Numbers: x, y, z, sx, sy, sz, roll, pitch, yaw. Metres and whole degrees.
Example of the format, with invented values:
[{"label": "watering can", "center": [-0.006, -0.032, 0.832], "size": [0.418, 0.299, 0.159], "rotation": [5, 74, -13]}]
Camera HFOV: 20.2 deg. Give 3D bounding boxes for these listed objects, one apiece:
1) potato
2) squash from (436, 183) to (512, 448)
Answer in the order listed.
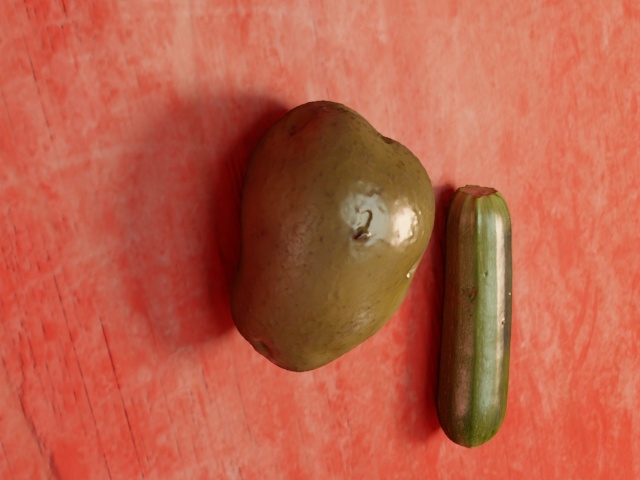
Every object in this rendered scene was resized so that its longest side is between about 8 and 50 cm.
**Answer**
[{"label": "potato", "center": [0.000, 0.000, 1.340], "size": [0.157, 0.157, 0.194], "rotation": [25, 95, -46]}, {"label": "squash", "center": [0.133, 0.067, 1.538], "size": [0.066, 0.066, 0.229], "rotation": [-13, 109, -43]}]
